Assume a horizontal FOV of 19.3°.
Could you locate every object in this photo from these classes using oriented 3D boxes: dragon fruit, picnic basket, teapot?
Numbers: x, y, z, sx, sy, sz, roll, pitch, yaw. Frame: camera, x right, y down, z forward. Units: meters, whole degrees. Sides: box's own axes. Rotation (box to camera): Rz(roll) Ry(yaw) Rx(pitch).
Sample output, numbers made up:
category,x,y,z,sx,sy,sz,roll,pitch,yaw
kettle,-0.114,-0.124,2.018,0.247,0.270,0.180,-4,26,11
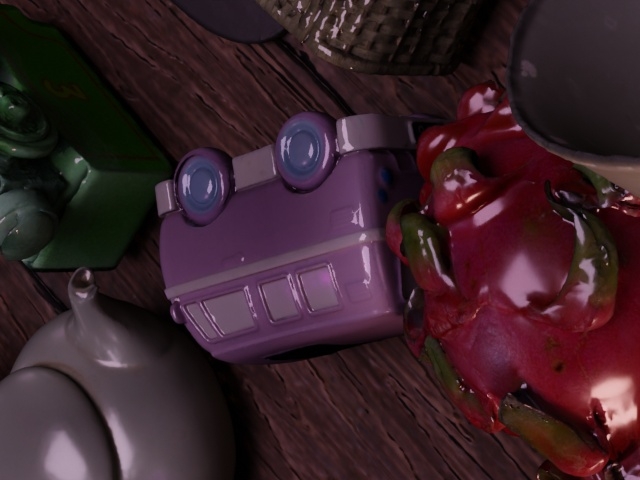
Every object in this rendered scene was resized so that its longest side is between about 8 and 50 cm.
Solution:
category,x,y,z,sx,sy,sz,roll,pitch,yaw
dragon fruit,0.149,0.041,1.053,0.218,0.198,0.273,-13,108,15
picnic basket,0.051,-0.216,1.149,0.154,0.134,0.196,47,122,34
teapot,-0.207,0.156,1.401,0.318,0.149,0.220,-19,79,41

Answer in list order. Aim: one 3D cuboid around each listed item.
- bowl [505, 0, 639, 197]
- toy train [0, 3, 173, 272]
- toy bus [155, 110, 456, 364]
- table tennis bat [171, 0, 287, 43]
category,x,y,z,sx,sy,sz,roll,pitch,yaw
bowl,0.270,-0.099,0.903,0.337,0.337,0.157,-11,126,43
toy train,-0.238,-0.081,1.385,0.243,0.188,0.132,48,119,28
toy bus,0.000,0.000,1.205,0.202,0.142,0.142,-16,82,41
table tennis bat,-0.096,-0.238,1.333,0.246,0.022,0.138,38,119,23
